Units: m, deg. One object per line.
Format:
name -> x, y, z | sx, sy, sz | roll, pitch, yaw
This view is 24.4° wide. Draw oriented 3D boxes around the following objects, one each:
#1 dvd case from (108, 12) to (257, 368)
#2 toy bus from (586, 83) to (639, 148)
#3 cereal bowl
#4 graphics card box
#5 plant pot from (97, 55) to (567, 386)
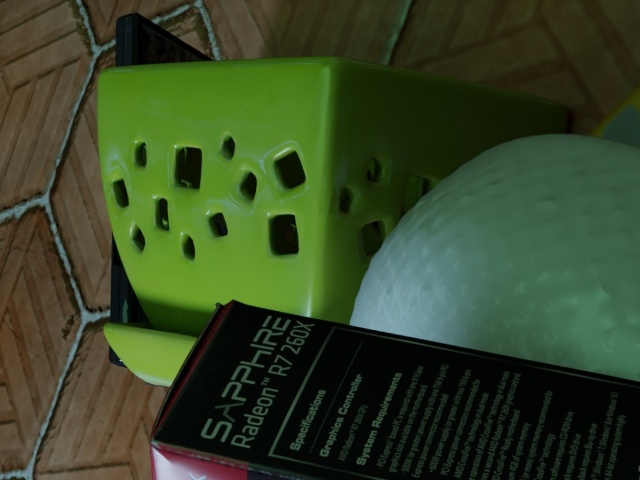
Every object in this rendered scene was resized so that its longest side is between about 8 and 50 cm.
dvd case -> -0.094, -0.020, 1.083 | 0.022, 0.180, 0.253 | -9, 73, 27
toy bus -> 0.239, -0.046, 0.787 | 0.332, 0.108, 0.130 | -47, 48, 29
cereal bowl -> 0.128, 0.127, 0.700 | 0.339, 0.141, 0.339 | 41, 151, 28
graphics card box -> 0.124, 0.167, 0.542 | 0.371, 0.094, 0.232 | 10, 125, 13
plant pot -> 0.000, 0.000, 0.951 | 0.227, 0.228, 0.207 | 5, 90, 46
